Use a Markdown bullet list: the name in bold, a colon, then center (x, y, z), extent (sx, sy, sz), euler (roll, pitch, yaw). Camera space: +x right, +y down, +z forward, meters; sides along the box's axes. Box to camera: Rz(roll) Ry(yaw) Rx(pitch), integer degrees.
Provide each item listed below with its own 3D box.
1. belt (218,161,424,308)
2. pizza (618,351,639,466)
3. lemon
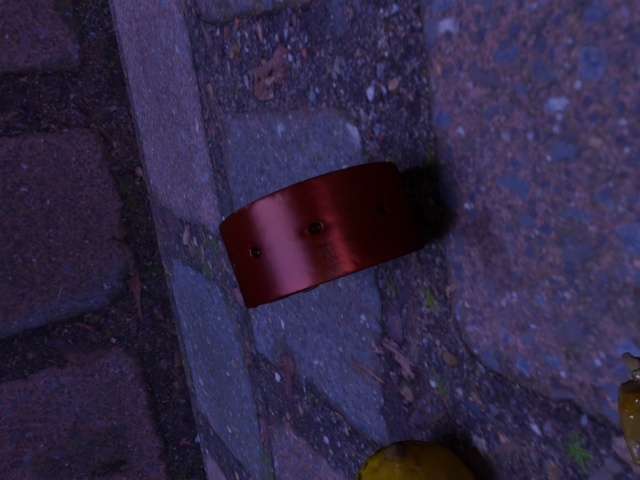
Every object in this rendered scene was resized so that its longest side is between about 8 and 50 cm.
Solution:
- **belt**: center (0.000, 0.000, 0.776), extent (0.324, 0.227, 0.115), euler (142, 111, -81)
- **pizza**: center (0.308, 0.133, 0.423), extent (0.223, 0.089, 0.323), euler (51, 145, 32)
- **lemon**: center (0.118, 0.348, 0.790), extent (0.180, 0.181, 0.193), euler (37, 114, 49)
